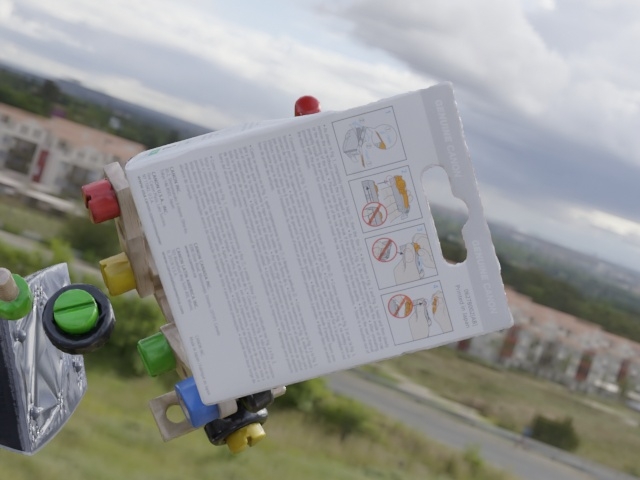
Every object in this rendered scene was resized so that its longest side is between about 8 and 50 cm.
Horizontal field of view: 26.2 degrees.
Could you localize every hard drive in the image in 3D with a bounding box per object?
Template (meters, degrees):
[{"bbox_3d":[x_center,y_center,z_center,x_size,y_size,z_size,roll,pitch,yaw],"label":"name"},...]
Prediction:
[{"bbox_3d":[-0.314,0.124,1.499,0.054,0.172,0.254,-7,9,5],"label":"hard drive"}]

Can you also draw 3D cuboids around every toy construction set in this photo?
[{"bbox_3d":[-0.087,0.044,1.232,0.257,0.309,0.237,36,-21,15],"label":"toy construction set"}]

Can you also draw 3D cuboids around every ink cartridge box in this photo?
[{"bbox_3d":[0.000,0.000,0.942,0.225,0.181,0.056,-16,14,3],"label":"ink cartridge box"}]
